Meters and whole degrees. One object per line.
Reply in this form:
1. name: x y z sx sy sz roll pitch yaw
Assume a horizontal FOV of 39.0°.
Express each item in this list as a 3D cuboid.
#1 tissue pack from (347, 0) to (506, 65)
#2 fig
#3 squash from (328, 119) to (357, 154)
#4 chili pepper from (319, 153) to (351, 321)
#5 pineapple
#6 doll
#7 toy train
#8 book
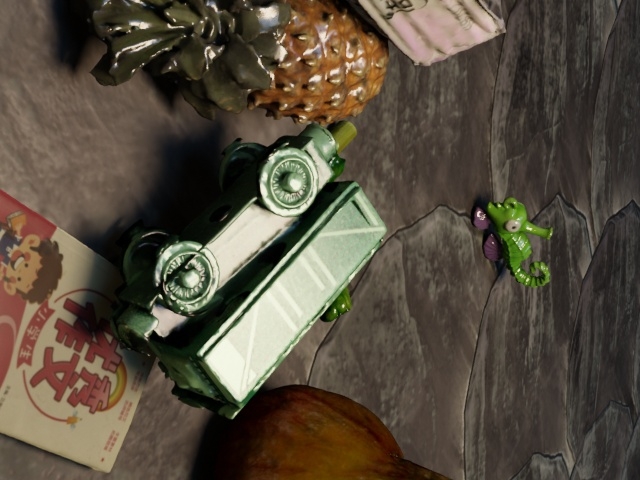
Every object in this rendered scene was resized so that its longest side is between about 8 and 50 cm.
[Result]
1. tissue pack: 0.045 -0.363 0.810 0.259 0.122 0.361 27 46 -57
2. fig: 0.037 0.246 0.930 0.190 0.290 0.191 2 90 -80
3. squash: 0.009 -0.102 1.017 0.083 0.027 0.027 -51 135 -36
4. chili pepper: -0.006 -0.002 0.982 0.050 0.073 0.182 -35 122 -76
5. pineapple: -0.069 -0.187 0.795 0.310 0.141 0.170 -3 124 -48
6. doll: 0.302 0.003 1.387 0.050 0.115 0.190 -57 141 -33
7. toy train: -0.067 0.014 0.801 0.269 0.115 0.154 -49 125 -26
8. book: -0.218 0.081 0.732 0.232 0.022 0.162 44 61 -49
